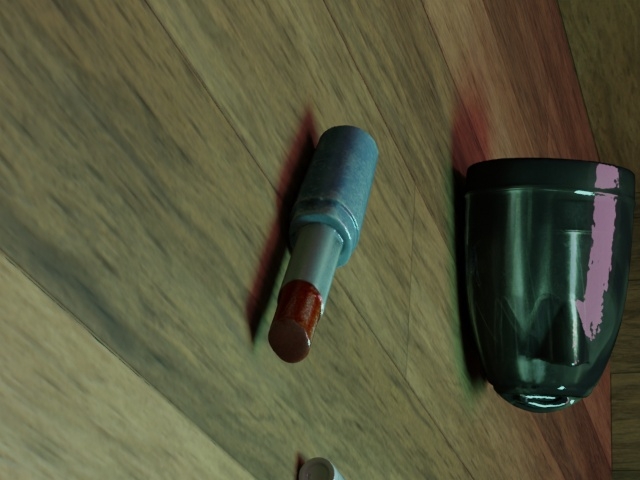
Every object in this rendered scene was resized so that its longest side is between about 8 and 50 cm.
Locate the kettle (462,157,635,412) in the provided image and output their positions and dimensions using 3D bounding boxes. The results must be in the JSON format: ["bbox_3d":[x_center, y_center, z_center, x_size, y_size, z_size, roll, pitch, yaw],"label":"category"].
[{"bbox_3d":[0.288,0.072,2.031,0.321,0.228,0.324,155,-61,-74],"label":"kettle"}]

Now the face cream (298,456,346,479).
[{"bbox_3d":[0.015,0.230,1.329,0.130,0.034,0.034,60,31,-58],"label":"face cream"}]

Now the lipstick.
[{"bbox_3d":[0.000,0.000,1.280,0.274,0.061,0.068,-73,155,-50],"label":"lipstick"}]
